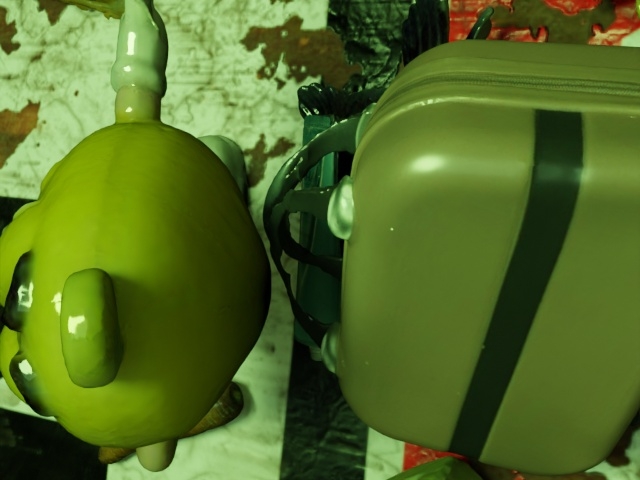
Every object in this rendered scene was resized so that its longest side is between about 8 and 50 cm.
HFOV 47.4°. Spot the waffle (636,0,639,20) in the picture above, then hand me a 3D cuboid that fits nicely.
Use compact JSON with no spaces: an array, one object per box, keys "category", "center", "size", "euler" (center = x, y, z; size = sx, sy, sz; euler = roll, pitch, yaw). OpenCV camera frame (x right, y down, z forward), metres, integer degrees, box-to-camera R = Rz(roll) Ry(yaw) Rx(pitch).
[{"category":"waffle","center":[0.279,-0.298,0.542],"size":[0.260,0.069,0.293],"euler":[-36,64,17]}]

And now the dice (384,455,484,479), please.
[{"category":"dice","center":[0.068,0.284,0.574],"size":[0.169,0.169,0.166],"euler":[-33,76,18]}]

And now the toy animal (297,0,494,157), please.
[{"category":"toy animal","center":[0.102,-0.092,0.590],"size":[0.160,0.272,0.197],"euler":[-21,89,-10]}]

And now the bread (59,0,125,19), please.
[{"category":"bread","center":[-0.317,-0.328,0.724],"size":[0.246,0.239,0.111],"euler":[21,90,20]}]

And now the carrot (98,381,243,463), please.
[{"category":"carrot","center":[-0.160,0.189,0.739],"size":[0.191,0.047,0.047],"euler":[-26,78,20]}]

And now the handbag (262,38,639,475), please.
[{"category":"handbag","center":[0.095,0.016,0.492],"size":[0.283,0.149,0.302],"euler":[12,136,8]}]

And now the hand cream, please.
[{"category":"hand cream","center":[0.000,0.000,0.658],"size":[0.048,0.083,0.224],"euler":[-3,100,-18]}]

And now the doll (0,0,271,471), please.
[{"category":"doll","center":[-0.117,-0.003,0.559],"size":[0.161,0.423,0.348],"euler":[-2,64,-1]}]
